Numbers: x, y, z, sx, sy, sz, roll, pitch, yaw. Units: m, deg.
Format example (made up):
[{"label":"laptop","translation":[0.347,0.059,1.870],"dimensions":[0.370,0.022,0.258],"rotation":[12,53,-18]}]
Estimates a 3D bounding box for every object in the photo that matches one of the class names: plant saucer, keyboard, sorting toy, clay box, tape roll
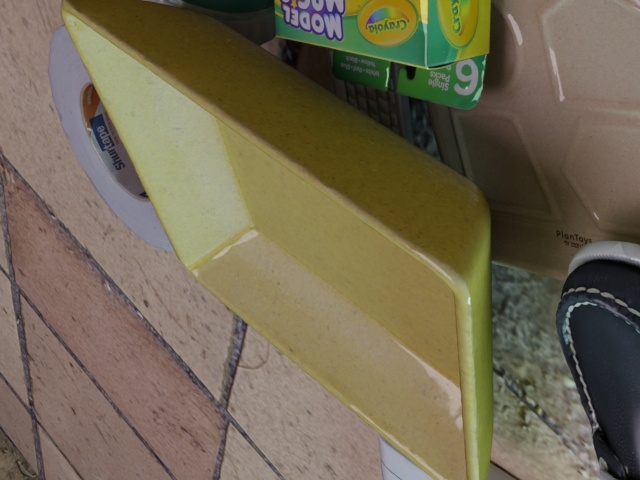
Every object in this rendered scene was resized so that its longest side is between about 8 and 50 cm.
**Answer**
[{"label":"plant saucer","translation":[0.000,0.000,0.700],"dimensions":[0.333,0.081,0.332],"rotation":[37,159,28]},{"label":"keyboard","translation":[0.038,-0.058,0.707],"dimensions":[0.072,0.014,0.256],"rotation":[32,147,37]},{"label":"sorting toy","translation":[0.130,-0.076,0.562],"dimensions":[0.193,0.038,0.208],"rotation":[15,126,50]},{"label":"clay box","translation":[0.029,-0.182,0.543],"dimensions":[0.127,0.053,0.222],"rotation":[22,121,46]},{"label":"tape roll","translation":[-0.152,-0.101,0.915],"dimensions":[0.219,0.072,0.219],"rotation":[36,145,31]}]

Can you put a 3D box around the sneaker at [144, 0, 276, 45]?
[{"label":"sneaker","translation":[-0.155,-0.245,0.717],"dimensions":[0.302,0.108,0.121],"rotation":[24,134,12]}]

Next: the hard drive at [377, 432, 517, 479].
[{"label":"hard drive","translation":[0.156,0.336,0.899],"dimensions":[0.233,0.047,0.353],"rotation":[29,141,40]}]

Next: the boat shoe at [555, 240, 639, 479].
[{"label":"boat shoe","translation":[0.204,0.138,0.544],"dimensions":[0.302,0.091,0.114],"rotation":[54,154,-14]}]
